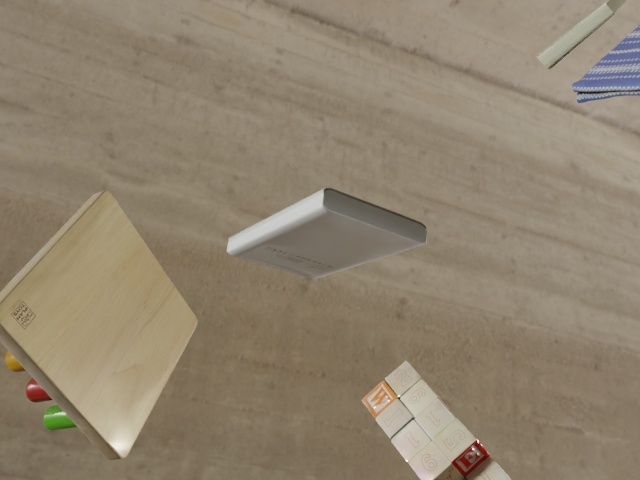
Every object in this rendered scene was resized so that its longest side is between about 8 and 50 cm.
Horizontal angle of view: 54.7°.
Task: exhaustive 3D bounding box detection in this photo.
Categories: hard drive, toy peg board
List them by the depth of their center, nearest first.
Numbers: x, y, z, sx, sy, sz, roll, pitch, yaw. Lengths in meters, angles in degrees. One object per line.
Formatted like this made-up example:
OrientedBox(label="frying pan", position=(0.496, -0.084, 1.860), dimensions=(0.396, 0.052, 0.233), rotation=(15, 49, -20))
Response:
OrientedBox(label="toy peg board", position=(-0.203, 0.072, 0.525), dimensions=(0.079, 0.161, 0.160), rotation=(-14, -59, 24))
OrientedBox(label="hard drive", position=(0.000, 0.000, 1.053), dimensions=(0.203, 0.040, 0.307), rotation=(18, -23, -30))

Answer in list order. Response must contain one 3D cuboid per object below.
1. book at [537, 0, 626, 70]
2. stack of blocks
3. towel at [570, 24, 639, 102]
OrientedBox(label="book", position=(0.452, -0.365, 1.063), dimensions=(0.035, 0.096, 0.144), rotation=(49, -37, 0))
OrientedBox(label="stack of blocks", position=(0.191, 0.311, 0.808), dimensions=(0.087, 0.297, 0.171), rotation=(-41, -55, -2))
OrientedBox(label="towel", position=(0.484, -0.267, 0.706), dimensions=(0.040, 0.336, 0.243), rotation=(51, -8, -21))
